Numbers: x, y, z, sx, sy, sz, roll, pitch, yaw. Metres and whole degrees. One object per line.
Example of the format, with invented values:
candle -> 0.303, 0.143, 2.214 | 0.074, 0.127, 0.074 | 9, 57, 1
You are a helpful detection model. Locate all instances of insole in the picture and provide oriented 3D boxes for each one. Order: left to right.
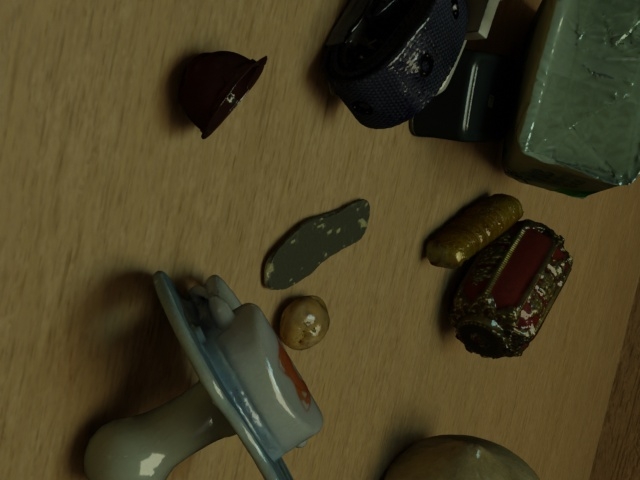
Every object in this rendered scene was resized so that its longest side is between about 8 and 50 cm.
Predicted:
insole -> 0.000, 0.000, 1.186 | 0.248, 0.011, 0.081 | -29, 130, -52

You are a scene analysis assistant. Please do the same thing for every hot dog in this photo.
hot dog -> 0.270, -0.023, 1.562 | 0.289, 0.083, 0.068 | -29, 108, -51

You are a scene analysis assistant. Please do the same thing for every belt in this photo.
belt -> 0.090, -0.260, 1.105 | 0.126, 0.140, 0.230 | 48, 63, -48

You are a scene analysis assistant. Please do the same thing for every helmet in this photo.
helmet -> -0.107, -0.158, 0.896 | 0.111, 0.057, 0.089 | -55, 180, -39

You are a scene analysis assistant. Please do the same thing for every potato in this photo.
potato -> -0.019, 0.104, 1.163 | 0.083, 0.062, 0.068 | -59, 169, -65

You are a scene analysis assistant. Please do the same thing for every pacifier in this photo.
pacifier -> -0.132, 0.178, 0.913 | 0.233, 0.244, 0.299 | -31, 110, -10

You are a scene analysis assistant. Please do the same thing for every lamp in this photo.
lamp -> 0.345, 0.086, 1.637 | 0.274, 0.177, 0.177 | -53, 143, -30

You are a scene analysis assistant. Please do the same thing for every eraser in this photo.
eraser -> 0.173, -0.313, 1.194 | 0.023, 0.150, 0.104 | 28, 79, -41

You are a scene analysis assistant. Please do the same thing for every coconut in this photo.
coconut -> 0.240, 0.469, 1.539 | 0.329, 0.329, 0.329 | -32, 129, -49

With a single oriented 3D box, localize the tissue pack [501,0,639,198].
tissue pack -> 0.427, -0.253, 1.476 | 0.405, 0.205, 0.331 | 2, 103, -84

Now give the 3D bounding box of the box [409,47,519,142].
box -> 0.227, -0.224, 1.383 | 0.201, 0.090, 0.144 | -8, 109, -57

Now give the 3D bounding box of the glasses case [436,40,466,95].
glasses case -> 0.170, -0.294, 1.269 | 0.193, 0.074, 0.049 | -67, -171, -13
